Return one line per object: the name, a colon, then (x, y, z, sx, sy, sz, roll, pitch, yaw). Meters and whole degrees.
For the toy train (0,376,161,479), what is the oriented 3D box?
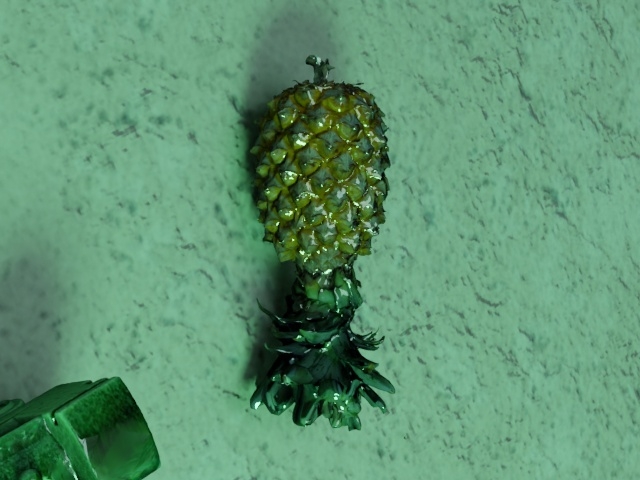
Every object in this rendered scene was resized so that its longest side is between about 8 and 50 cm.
toy train: (-0.170, 0.124, 0.827, 0.170, 0.111, 0.071, -29, 100, -40)

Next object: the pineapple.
pineapple: (0.001, 0.001, 1.003, 0.083, 0.103, 0.221, 0, 85, -7)
